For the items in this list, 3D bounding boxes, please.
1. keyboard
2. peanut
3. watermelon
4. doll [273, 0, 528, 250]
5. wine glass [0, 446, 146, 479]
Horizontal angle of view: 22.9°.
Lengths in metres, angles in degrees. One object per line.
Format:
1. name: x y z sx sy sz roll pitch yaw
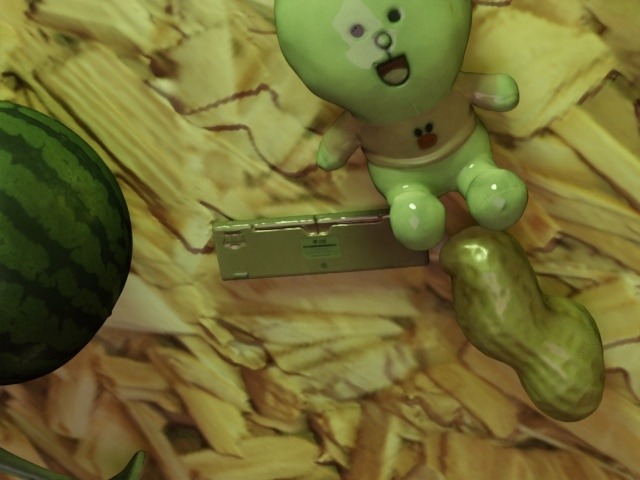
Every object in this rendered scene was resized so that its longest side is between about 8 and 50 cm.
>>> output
1. keyboard: 0.000 0.000 1.229 0.165 0.017 0.055 -4 122 8
2. peanut: 0.157 0.063 1.214 0.082 0.082 0.187 -38 107 22
3. watermelon: -0.245 0.000 1.145 0.212 0.212 0.212 2 119 4
4. doll: 0.047 -0.124 1.110 0.154 0.113 0.275 -24 107 8
5. wine glass: -0.330 0.237 1.265 0.309 0.264 0.096 22 154 -6
